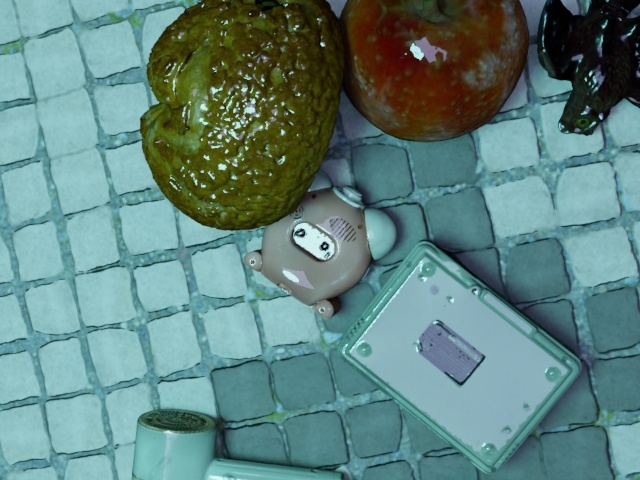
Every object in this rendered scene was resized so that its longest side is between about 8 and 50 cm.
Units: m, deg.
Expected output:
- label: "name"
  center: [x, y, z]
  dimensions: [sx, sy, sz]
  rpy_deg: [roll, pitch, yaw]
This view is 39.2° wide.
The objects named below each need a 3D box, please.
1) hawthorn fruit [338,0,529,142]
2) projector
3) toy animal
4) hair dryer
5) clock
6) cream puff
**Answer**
- label: "hawthorn fruit"
  center: [0.140, -0.226, 1.069]
  dimensions: [0.234, 0.263, 0.232]
  rpy_deg: [-5, 115, -17]
- label: "projector"
  center: [0.174, 0.143, 1.136]
  dimensions: [0.256, 0.099, 0.192]
  rpy_deg: [39, 96, 6]
- label: "toy animal"
  center: [0.346, -0.223, 1.112]
  dimensions: [0.218, 0.116, 0.180]
  rpy_deg: [11, 124, -18]
- label: "hair dryer"
  center: [-0.073, 0.334, 1.191]
  dimensions: [0.357, 0.107, 0.173]
  rpy_deg: [6, 96, 3]
- label: "clock"
  center: [0.000, 0.000, 1.163]
  dimensions: [0.165, 0.093, 0.162]
  rpy_deg: [34, 94, 7]
- label: "cream puff"
  center: [-0.106, -0.160, 1.071]
  dimensions: [0.212, 0.303, 0.303]
  rpy_deg: [7, 94, -26]
